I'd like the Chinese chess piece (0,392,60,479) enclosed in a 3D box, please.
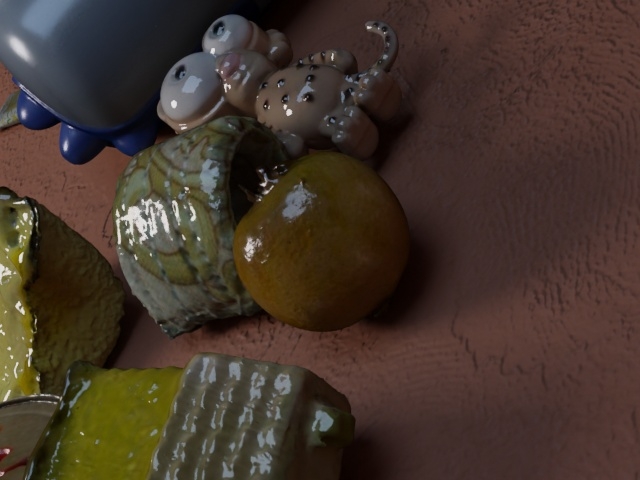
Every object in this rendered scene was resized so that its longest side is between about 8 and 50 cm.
[{"bbox_3d":[-0.284,0.241,1.194,0.250,0.103,0.249,-21,26,11],"label":"Chinese chess piece"}]

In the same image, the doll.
[{"bbox_3d":[-0.041,-0.146,1.353,0.278,0.119,0.154,7,66,41],"label":"doll"}]

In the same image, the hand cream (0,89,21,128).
[{"bbox_3d":[-0.354,-0.180,1.736,0.195,0.042,0.067,-12,51,42],"label":"hand cream"}]

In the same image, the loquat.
[{"bbox_3d":[0.000,0.000,1.157,0.163,0.163,0.137,-18,17,32],"label":"loquat"}]

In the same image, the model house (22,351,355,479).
[{"bbox_3d":[-0.093,0.192,1.051,0.234,0.175,0.193,-14,47,40],"label":"model house"}]

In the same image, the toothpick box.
[{"bbox_3d":[-0.201,-0.253,1.512,0.354,0.263,0.263,-49,38,-1],"label":"toothpick box"}]

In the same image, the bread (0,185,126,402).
[{"bbox_3d":[-0.275,0.054,1.381,0.174,0.133,0.251,8,107,50],"label":"bread"}]

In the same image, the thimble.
[{"bbox_3d":[-0.103,-0.011,1.274,0.144,0.137,0.190,-13,72,36],"label":"thimble"}]
